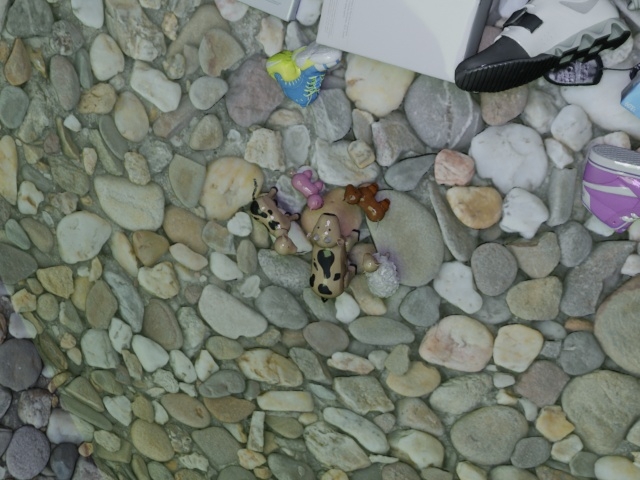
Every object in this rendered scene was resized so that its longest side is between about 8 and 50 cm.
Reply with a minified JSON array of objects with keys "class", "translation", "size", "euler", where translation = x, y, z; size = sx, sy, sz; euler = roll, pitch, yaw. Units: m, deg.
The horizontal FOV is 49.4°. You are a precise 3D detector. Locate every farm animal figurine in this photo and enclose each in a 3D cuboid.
[{"class":"farm animal figurine","translation":[0.000,0.000,1.642],"size":[0.330,0.172,0.326],"euler":[-4,111,25]}]

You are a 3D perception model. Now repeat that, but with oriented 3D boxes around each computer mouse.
[{"class":"computer mouse","translation":[0.552,-0.329,1.336],"size":[0.242,0.041,0.071],"euler":[5,98,16]}]

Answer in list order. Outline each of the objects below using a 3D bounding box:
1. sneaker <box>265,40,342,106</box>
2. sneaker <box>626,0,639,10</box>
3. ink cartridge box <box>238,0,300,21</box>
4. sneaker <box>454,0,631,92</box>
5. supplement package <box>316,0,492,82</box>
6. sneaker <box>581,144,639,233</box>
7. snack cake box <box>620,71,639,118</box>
[{"class":"sneaker","translation":[-0.017,-0.360,1.515],"size":[0.240,0.091,0.126],"euler":[14,140,54]},{"class":"sneaker","translation":[0.526,-0.485,1.210],"size":[0.115,0.090,0.232],"euler":[-22,127,40]},{"class":"ink cartridge box","translation":[-0.127,-0.617,1.494],"size":[0.223,0.045,0.224],"euler":[26,119,10]},{"class":"sneaker","translation":[0.386,-0.378,1.287],"size":[0.330,0.122,0.146],"euler":[-19,79,-6]},{"class":"supplement package","translation":[0.168,-0.445,1.364],"size":[0.293,0.177,0.175],"euler":[20,120,15]},{"class":"sneaker","translation":[0.651,-0.075,1.356],"size":[0.282,0.102,0.161],"euler":[26,126,34]},{"class":"snack cake box","translation":[0.692,-0.232,1.239],"size":[0.264,0.089,0.152],"euler":[37,126,2]}]
